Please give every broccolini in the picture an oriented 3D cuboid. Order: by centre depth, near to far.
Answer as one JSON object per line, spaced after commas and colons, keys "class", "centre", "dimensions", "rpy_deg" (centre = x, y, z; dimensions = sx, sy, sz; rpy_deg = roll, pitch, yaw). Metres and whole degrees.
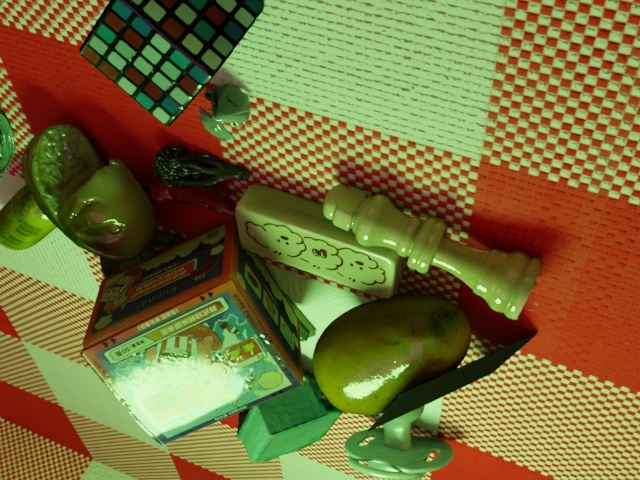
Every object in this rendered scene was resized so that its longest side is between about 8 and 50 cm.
{"class": "broccolini", "centre": [-0.235, -0.138, 1.676], "dimensions": [0.202, 0.091, 0.068], "rpy_deg": [10, -174, 7]}

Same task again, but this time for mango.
{"class": "mango", "centre": [0.146, 0.217, 1.676], "dimensions": [0.378, 0.263, 0.221], "rpy_deg": [-34, 68, 49]}

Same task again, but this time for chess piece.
{"class": "chess piece", "centre": [0.186, 0.007, 1.498], "dimensions": [0.397, 0.117, 0.117], "rpy_deg": [25, 146, 11]}

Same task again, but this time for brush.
{"class": "brush", "centre": [-0.108, 0.137, 1.943], "dimensions": [0.054, 0.048, 0.282], "rpy_deg": [-11, 128, 39]}

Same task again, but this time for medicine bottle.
{"class": "medicine bottle", "centre": [0.187, 0.359, 1.981], "dimensions": [0.080, 0.080, 0.130], "rpy_deg": [1, 136, 35]}

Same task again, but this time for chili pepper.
{"class": "chili pepper", "centre": [-0.275, -0.099, 1.736], "dimensions": [0.272, 0.063, 0.071], "rpy_deg": [13, 132, 27]}

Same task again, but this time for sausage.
{"class": "sausage", "centre": [-0.704, -0.060, 2.055], "dimensions": [0.123, 0.123, 0.347], "rpy_deg": [42, 145, -18]}

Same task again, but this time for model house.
{"class": "model house", "centre": [-0.390, 0.063, 1.958], "dimensions": [0.135, 0.207, 0.219], "rpy_deg": [-28, 141, 20]}
{"class": "model house", "centre": [-0.113, 0.405, 2.197], "dimensions": [0.249, 0.230, 0.280], "rpy_deg": [64, 152, 23]}

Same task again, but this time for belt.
{"class": "belt", "centre": [-0.740, -0.218, 1.861], "dimensions": [0.082, 0.148, 0.163], "rpy_deg": [17, 173, 14]}

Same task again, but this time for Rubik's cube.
{"class": "Rubik's cube", "centre": [-0.226, -0.323, 1.299], "dimensions": [0.184, 0.182, 0.187], "rpy_deg": [39, 145, -12]}

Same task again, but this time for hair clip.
{"class": "hair clip", "centre": [-0.355, 0.005, 1.971], "dimensions": [0.137, 0.022, 0.054], "rpy_deg": [8, 142, 31]}

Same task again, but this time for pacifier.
{"class": "pacifier", "centre": [0.187, 0.481, 2.093], "dimensions": [0.278, 0.227, 0.207], "rpy_deg": [6, 100, 31]}

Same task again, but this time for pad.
{"class": "pad", "centre": [0.256, 0.277, 1.657], "dimensions": [0.004, 0.330, 0.220], "rpy_deg": [61, 152, 21]}

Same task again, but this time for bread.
{"class": "bread", "centre": [-0.498, -0.083, 1.801], "dimensions": [0.333, 0.160, 0.333], "rpy_deg": [34, 152, 21]}

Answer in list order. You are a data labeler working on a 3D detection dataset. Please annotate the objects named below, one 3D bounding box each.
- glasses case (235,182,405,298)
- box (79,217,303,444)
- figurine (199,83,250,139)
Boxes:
{"class": "glasses case", "centre": [0.000, 0.000, 1.651], "dimensions": [0.336, 0.076, 0.144], "rpy_deg": [18, 145, 17]}
{"class": "box", "centre": [-0.257, 0.197, 1.788], "dimensions": [0.348, 0.257, 0.319], "rpy_deg": [-24, 120, 10]}
{"class": "figurine", "centre": [-0.174, -0.227, 1.497], "dimensions": [0.094, 0.082, 0.086], "rpy_deg": [43, 162, -2]}
